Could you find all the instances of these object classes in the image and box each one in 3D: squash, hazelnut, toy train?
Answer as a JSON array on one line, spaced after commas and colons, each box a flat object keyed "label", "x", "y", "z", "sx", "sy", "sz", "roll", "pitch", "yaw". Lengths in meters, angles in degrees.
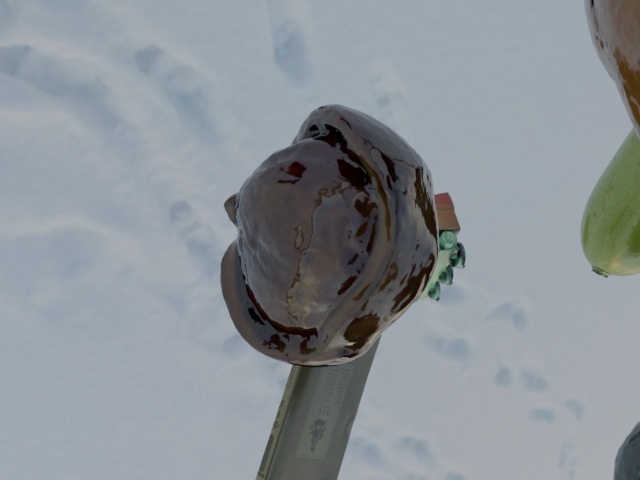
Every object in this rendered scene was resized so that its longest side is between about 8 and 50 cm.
[{"label": "squash", "x": 0.397, "y": -0.059, "z": 1.028, "sx": 0.133, "sy": 0.132, "sz": 0.247, "roll": -14, "pitch": 143, "yaw": -44}, {"label": "hazelnut", "x": 0.005, "y": 0.003, "z": 0.682, "sx": 0.161, "sy": 0.170, "sz": 0.201, "roll": 34, "pitch": 87, "yaw": -29}, {"label": "toy train", "x": 0.160, "y": 0.019, "z": 1.317, "sx": 0.074, "sy": 0.118, "sz": 0.176, "roll": -2, "pitch": 147, "yaw": -19}]

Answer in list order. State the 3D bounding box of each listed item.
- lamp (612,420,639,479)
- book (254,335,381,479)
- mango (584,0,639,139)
[{"label": "lamp", "x": 0.416, "y": 0.206, "z": 0.890, "sx": 0.182, "sy": 0.182, "sz": 0.313, "roll": -13, "pitch": 123, "yaw": -45}, {"label": "book", "x": 0.004, "y": 0.166, "z": 0.907, "sx": 0.138, "sy": 0.016, "sz": 0.198, "roll": 28, "pitch": 78, "yaw": -53}, {"label": "mango", "x": 0.197, "y": -0.088, "z": 0.333, "sx": 0.153, "sy": 0.287, "sz": 0.201, "roll": 11, "pitch": 144, "yaw": -18}]
